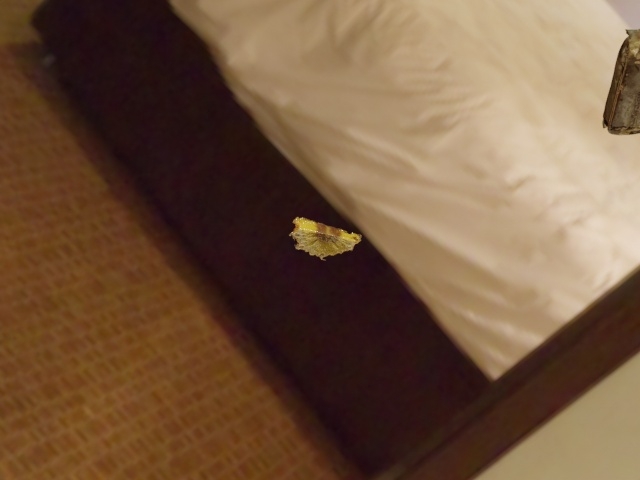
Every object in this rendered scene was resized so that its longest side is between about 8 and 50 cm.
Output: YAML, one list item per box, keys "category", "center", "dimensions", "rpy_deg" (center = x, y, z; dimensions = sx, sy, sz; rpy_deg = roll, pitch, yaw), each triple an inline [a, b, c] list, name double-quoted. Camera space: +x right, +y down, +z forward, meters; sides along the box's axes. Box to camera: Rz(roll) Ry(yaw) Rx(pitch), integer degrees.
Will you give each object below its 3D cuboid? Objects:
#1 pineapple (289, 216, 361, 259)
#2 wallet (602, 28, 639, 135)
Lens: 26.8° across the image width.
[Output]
- category: "pineapple"
  center: [0.000, 0.000, 1.515]
  dimensions: [0.083, 0.045, 0.019]
  rpy_deg: [15, 49, -25]
- category: "wallet"
  center: [0.327, -0.130, 0.989]
  dimensions: [0.122, 0.232, 0.031]
  rpy_deg: [87, -9, -60]
